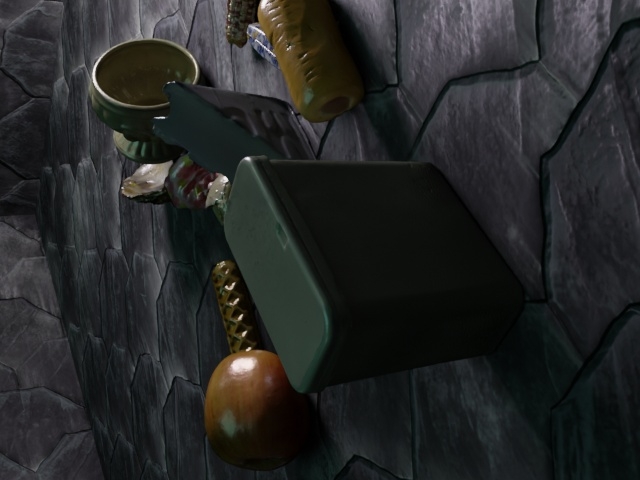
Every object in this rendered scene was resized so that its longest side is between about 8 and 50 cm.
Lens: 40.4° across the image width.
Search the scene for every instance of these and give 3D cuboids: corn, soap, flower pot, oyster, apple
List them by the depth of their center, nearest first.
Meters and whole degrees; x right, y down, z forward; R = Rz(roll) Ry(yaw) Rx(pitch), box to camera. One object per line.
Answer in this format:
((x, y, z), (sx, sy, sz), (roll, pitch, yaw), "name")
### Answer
((-0.172, -0.180, 1.800), (0.159, 0.302, 0.258), (-53, 48, 40), "soap")
((-0.133, 0.367, 1.891), (0.242, 0.242, 0.241), (131, 140, -53), "apple")
((-0.176, -0.553, 1.967), (0.079, 0.079, 0.237), (46, 133, 49), "corn")
((-0.446, -0.353, 2.295), (0.244, 0.307, 0.307), (96, 154, -52), "flower pot")
((-0.458, -0.161, 2.450), (0.111, 0.204, 0.396), (58, 168, -31), "oyster")

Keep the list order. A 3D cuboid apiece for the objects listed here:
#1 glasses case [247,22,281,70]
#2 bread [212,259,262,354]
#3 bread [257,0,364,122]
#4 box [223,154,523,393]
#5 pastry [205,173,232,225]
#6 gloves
((-0.074, -0.396, 1.796), (0.248, 0.086, 0.065), (-131, 40, -50), "glasses case")
((-0.194, 0.214, 2.111), (0.077, 0.084, 0.368), (-24, 66, 18), "bread")
((-0.020, -0.368, 1.647), (0.091, 0.142, 0.305), (65, -177, -64), "bread")
((0.072, 0.033, 1.326), (0.352, 0.343, 0.177), (61, 142, 37), "box")
((-0.168, -0.092, 1.947), (0.088, 0.165, 0.166), (162, 101, -66), "pastry")
((-0.290, -0.158, 2.200), (0.241, 0.126, 0.145), (-15, 74, 32), "gloves")
